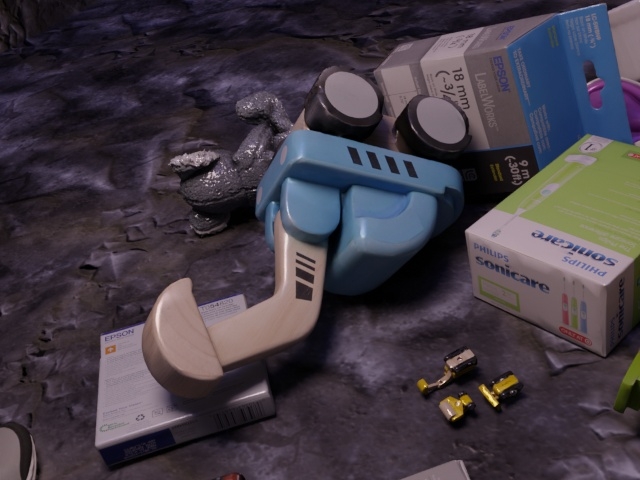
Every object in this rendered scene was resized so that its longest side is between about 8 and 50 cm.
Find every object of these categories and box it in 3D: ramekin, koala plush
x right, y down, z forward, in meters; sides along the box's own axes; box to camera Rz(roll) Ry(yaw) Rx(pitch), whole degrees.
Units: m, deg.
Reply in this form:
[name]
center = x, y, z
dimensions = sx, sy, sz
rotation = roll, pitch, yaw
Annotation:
[ramekin]
center = 0.614, -0.380, 1.345
dimensions = 0.277, 0.135, 0.277
rotation = -23, 9, 4
[koala plush]
center = -0.140, -0.113, 1.286
dimensions = 0.221, 0.196, 0.203
rotation = -20, 44, -14

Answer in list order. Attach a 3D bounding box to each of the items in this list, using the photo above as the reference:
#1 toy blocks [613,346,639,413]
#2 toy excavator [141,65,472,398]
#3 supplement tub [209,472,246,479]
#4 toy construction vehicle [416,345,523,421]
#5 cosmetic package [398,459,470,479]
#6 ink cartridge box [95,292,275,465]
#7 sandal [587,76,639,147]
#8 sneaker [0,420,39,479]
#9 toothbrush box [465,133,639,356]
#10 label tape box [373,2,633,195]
[toy blocks]
center = 0.516, 0.081, 0.796
dimensions = 0.261, 0.191, 0.381
rotation = 25, 49, 29
[toy excavator]
center = 0.000, 0.000, 1.013
dimensions = 0.433, 0.222, 0.445
rotation = 11, 58, -20
[supplement tub]
center = -0.159, 0.312, 0.753
dimensions = 0.198, 0.106, 0.106
rotation = -18, 34, -3
[toy construction vehicle]
center = 0.176, 0.175, 0.893
dimensions = 0.098, 0.035, 0.086
rotation = -28, 47, -14
[cosmetic package]
center = 0.038, 0.306, 0.671
dimensions = 0.238, 0.127, 0.107
rotation = -15, 35, -4
[ink cartridge box]
center = -0.186, 0.177, 1.007
dimensions = 0.223, 0.045, 0.224
rotation = -16, 33, -4
[sandal]
center = 0.529, -0.174, 1.146
dimensions = 0.169, 0.102, 0.416
rotation = -55, 37, -3
[sneaker]
center = -0.421, 0.310, 0.853
dimensions = 0.100, 0.108, 0.271
rotation = -2, 35, 21
[toothbrush box]
center = 0.365, -0.008, 0.999
dimensions = 0.283, 0.122, 0.206
rotation = -35, 39, -28
[label tape box]
center = 0.276, -0.200, 1.149
dimensions = 0.333, 0.241, 0.106
rotation = -2, 34, 36
